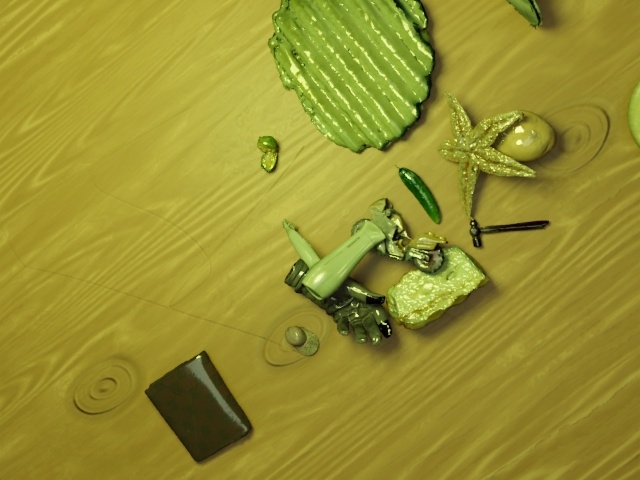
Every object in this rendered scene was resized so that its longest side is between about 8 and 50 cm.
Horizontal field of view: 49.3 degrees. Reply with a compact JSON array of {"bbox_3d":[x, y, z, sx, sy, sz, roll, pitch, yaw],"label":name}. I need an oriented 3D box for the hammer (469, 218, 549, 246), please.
[{"bbox_3d":[0.430,-0.025,1.589,0.178,0.021,0.065,-7,93,4],"label":"hammer"}]

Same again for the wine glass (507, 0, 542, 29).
[{"bbox_3d":[0.529,-0.628,1.459,0.357,0.190,0.190,-41,88,12],"label":"wine glass"}]

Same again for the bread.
[{"bbox_3d":[0.258,0.110,1.582,0.232,0.088,0.128,-34,66,3],"label":"bread"}]

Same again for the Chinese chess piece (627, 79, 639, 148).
[{"bbox_3d":[0.791,-0.276,1.490,0.251,0.101,0.250,0,93,7],"label":"Chinese chess piece"}]

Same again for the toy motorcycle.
[{"bbox_3d":[0.180,-0.016,1.572,0.229,0.094,0.129,22,96,23],"label":"toy motorcycle"}]

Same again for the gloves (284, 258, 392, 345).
[{"bbox_3d":[0.046,0.130,1.591,0.285,0.119,0.142,40,126,17],"label":"gloves"}]

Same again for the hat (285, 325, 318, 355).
[{"bbox_3d":[-0.045,0.236,1.647,0.087,0.042,0.058,43,98,2],"label":"hat"}]

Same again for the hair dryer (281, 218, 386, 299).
[{"bbox_3d":[0.000,0.000,1.571,0.206,0.075,0.237,-45,54,-9],"label":"hair dryer"}]

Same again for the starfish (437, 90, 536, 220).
[{"bbox_3d":[0.352,-0.184,1.518,0.231,0.048,0.295,2,105,38],"label":"starfish"}]

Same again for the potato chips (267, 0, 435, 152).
[{"bbox_3d":[0.084,-0.422,1.581,0.358,0.070,0.429,-37,86,12],"label":"potato chips"}]

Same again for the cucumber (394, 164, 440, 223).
[{"bbox_3d":[0.229,-0.112,1.597,0.039,0.039,0.168,-36,92,7],"label":"cucumber"}]

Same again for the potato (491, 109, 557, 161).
[{"bbox_3d":[0.442,-0.225,1.532,0.147,0.112,0.112,13,95,15],"label":"potato"}]

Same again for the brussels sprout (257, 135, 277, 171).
[{"bbox_3d":[-0.123,-0.205,1.627,0.046,0.051,0.083,19,124,33],"label":"brussels sprout"}]

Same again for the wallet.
[{"bbox_3d":[-0.292,0.405,1.685,0.182,0.049,0.229,-34,91,7],"label":"wallet"}]
